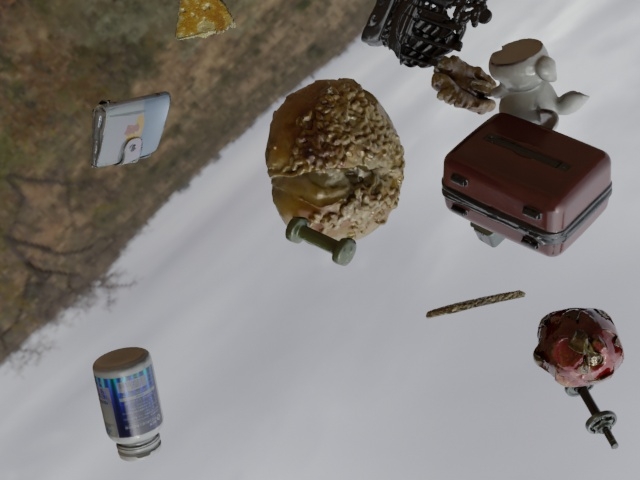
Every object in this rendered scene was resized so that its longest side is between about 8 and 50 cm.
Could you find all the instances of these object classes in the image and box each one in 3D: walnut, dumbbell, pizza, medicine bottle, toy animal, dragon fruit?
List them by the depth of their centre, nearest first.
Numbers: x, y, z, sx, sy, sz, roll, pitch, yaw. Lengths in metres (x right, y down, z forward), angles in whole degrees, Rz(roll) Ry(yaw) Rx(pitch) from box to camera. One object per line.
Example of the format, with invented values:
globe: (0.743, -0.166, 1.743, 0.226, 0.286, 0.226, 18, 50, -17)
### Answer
dragon fruit: (0.397, 0.169, 1.377, 0.126, 0.125, 0.246, -25, 154, 19)
dumbbell: (0.000, 0.000, 1.455, 0.052, 0.118, 0.046, 8, 105, -60)
pizza: (-0.215, -0.383, 1.558, 0.108, 0.123, 0.026, -47, -177, -9)
medicine bottle: (-0.346, 0.300, 1.665, 0.107, 0.191, 0.107, -7, -165, 2)
toy animal: (0.450, -0.325, 1.928, 0.127, 0.193, 0.179, -41, -155, -24)
walnut: (0.330, -0.355, 2.125, 0.069, 0.170, 0.142, -42, -148, 55)
dumbbell: (0.650, 0.392, 2.200, 0.082, 0.082, 0.254, -39, -136, 17)

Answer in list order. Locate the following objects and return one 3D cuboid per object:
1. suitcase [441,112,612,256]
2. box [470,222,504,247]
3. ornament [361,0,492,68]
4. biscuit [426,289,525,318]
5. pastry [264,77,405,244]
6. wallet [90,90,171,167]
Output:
suitcase: (0.415, -0.118, 1.840, 0.297, 0.161, 0.236, 28, -126, 35)
box: (0.469, -0.044, 2.443, 0.122, 0.069, 0.084, -42, -133, -12)
ornament: (0.247, -0.497, 2.021, 0.251, 0.261, 0.106, -66, 163, 13)
biscuit: (0.396, 0.160, 2.329, 0.237, 0.026, 0.131, -11, 176, -26)
pastry: (0.041, -0.146, 1.690, 0.285, 0.315, 0.184, -7, -173, -31)
wallet: (-0.440, -0.254, 2.074, 0.231, 0.069, 0.170, -27, 139, -57)
